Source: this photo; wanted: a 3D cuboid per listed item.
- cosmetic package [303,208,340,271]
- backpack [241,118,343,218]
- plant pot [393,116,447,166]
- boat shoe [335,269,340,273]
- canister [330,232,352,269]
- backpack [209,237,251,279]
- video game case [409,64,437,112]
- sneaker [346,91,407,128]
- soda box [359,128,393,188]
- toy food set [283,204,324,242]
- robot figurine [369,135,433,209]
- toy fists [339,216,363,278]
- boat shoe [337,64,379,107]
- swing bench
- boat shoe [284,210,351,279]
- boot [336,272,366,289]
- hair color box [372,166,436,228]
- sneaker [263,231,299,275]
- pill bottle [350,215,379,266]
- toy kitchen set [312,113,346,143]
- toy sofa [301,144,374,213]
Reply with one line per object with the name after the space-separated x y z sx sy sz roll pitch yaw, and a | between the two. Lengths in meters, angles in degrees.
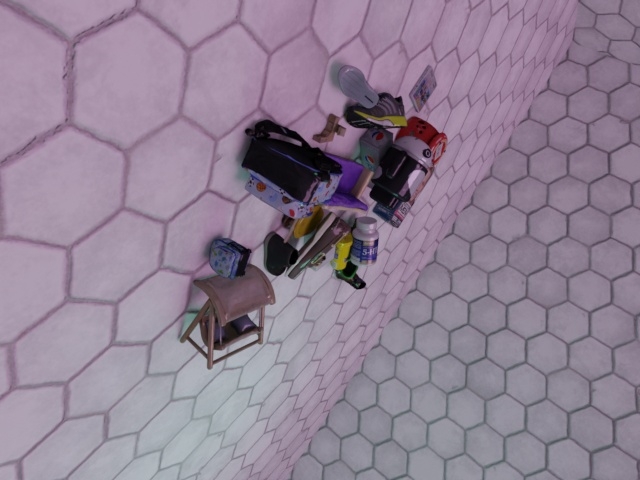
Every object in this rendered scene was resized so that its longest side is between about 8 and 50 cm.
0.000 0.000 1.938 0.117 0.085 0.231 -35 146 -37 | cosmetic package
-0.066 -0.186 1.399 0.263 0.276 0.213 -21 143 -60 | backpack
0.433 -0.410 2.115 0.191 0.174 0.191 -39 150 -28 | plant pot
0.113 0.086 2.293 0.040 0.049 0.142 35 83 -27 | boat shoe
0.077 0.025 2.062 0.073 0.126 0.170 -7 138 -16 | canister
-0.278 0.049 1.455 0.084 0.114 0.105 -15 131 -54 | backpack
0.424 -0.619 2.026 0.143 0.019 0.157 -56 156 2 | video game case
0.194 -0.457 1.729 0.299 0.111 0.121 -11 100 -48 | sneaker
0.224 -0.317 1.945 0.098 0.091 0.286 -47 154 -19 | soda box
-0.070 -0.080 1.727 0.218 0.071 0.128 -22 143 -57 | toy food set
0.301 -0.252 1.840 0.278 0.173 0.209 -57 -161 7 | robot figurine
0.146 0.027 2.179 0.142 0.096 0.279 -73 -179 -65 | toy fists
0.104 -0.487 1.544 0.083 0.076 0.226 -41 152 12 | boat shoe
-0.290 0.237 1.604 0.253 0.165 0.255 -17 135 -53 | swing bench
-0.016 0.039 1.797 0.324 0.096 0.117 -51 -170 26 | boat shoe
0.154 0.182 2.409 0.082 0.106 0.219 -58 156 5 | boot
0.401 -0.241 2.343 0.347 0.105 0.174 -58 156 4 | hair color box
-0.134 0.078 1.745 0.083 0.118 0.222 -43 152 -26 | sneaker
0.183 0.002 2.022 0.112 0.112 0.187 -27 128 -46 | pill bottle
0.032 -0.352 1.581 0.075 0.068 0.083 -24 140 -49 | toy kitchen set
0.060 -0.204 1.685 0.362 0.177 0.150 1 121 -60 | toy sofa
